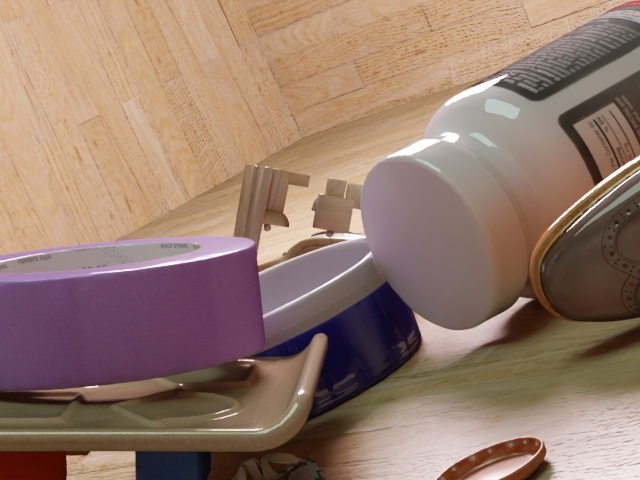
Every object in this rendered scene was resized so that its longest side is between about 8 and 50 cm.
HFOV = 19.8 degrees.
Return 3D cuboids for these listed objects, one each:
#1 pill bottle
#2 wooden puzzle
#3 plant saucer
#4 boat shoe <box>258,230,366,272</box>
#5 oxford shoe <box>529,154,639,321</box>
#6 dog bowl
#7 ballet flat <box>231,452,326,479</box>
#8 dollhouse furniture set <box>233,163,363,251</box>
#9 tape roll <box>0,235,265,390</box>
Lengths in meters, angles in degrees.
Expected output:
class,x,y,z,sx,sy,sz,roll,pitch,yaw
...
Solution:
class,x,y,z,sx,sy,sz,roll,pitch,yaw
pill bottle,0.224,-0.073,1.708,0.363,0.210,0.210,-29,10,-32
wooden puzzle,-0.169,0.147,1.460,0.348,0.080,0.322,-5,5,3
plant saucer,0.116,0.159,1.247,0.083,0.013,0.083,-24,7,3
boat shoe,0.017,0.031,2.035,0.092,0.103,0.285,-35,7,-31
oxford shoe,0.327,-0.017,1.376,0.364,0.130,0.133,-22,15,15
dog bowl,-0.041,0.098,1.755,0.265,0.104,0.265,-24,8,3
ballet flat,-0.042,0.186,1.430,0.114,0.041,0.041,-17,11,42
dollhouse furniture set,0.000,0.000,1.798,0.151,0.123,0.144,10,2,-12
tape roll,-0.186,0.057,1.527,0.275,0.090,0.275,-5,6,1
